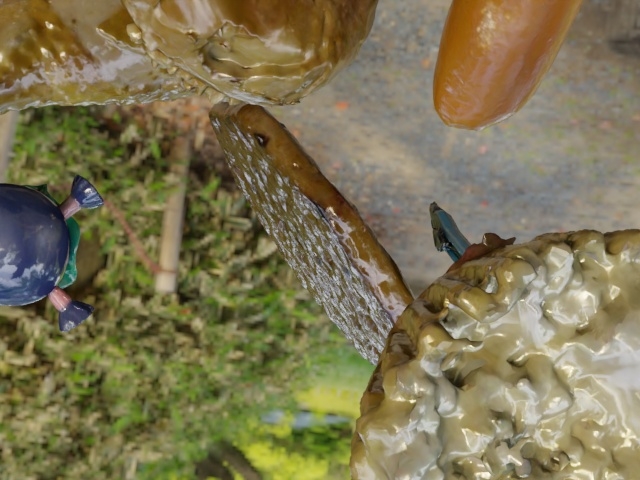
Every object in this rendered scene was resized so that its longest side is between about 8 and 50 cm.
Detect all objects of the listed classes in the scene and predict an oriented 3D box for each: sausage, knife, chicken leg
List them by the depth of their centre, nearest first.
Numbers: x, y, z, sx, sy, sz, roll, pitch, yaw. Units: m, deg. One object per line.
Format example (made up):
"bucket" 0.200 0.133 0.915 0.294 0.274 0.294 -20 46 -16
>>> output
"sausage" 0.140 -0.169 0.797 0.098 0.098 0.238 9 144 -9
"chicken leg" -0.248 -0.222 0.979 0.409 0.295 0.182 -32 -153 -27
"knife" 0.131 0.003 1.079 0.026 0.044 0.296 -5 -170 0

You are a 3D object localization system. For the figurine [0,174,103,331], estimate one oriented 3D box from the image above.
"figurine" -0.244 0.009 0.745 0.102 0.111 0.195 7 -174 37

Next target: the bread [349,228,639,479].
"bread" 0.147 0.121 0.609 0.274 0.274 0.149 9 -172 -6

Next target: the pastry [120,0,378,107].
"pastry" -0.060 -0.249 0.865 0.162 0.310 0.255 -8 132 47

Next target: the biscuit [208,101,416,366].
"biscuit" 0.001 0.000 1.124 0.046 0.359 0.359 -36 176 -9
